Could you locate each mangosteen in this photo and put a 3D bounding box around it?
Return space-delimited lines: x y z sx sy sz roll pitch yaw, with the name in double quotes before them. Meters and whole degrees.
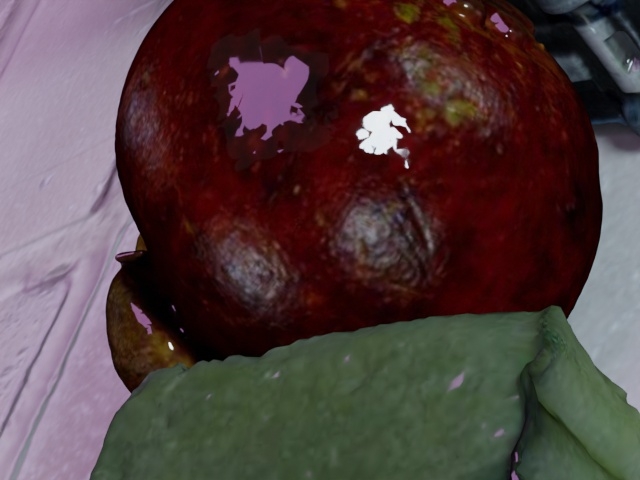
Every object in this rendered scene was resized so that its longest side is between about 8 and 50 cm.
"mangosteen" 0.000 0.000 0.855 0.257 0.215 0.215 -58 23 20

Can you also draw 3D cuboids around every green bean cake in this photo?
"green bean cake" 0.009 0.142 0.706 0.227 0.125 0.222 -17 42 39

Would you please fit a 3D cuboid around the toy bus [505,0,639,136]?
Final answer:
"toy bus" 0.119 -0.121 0.951 0.297 0.106 0.131 -2 47 51
